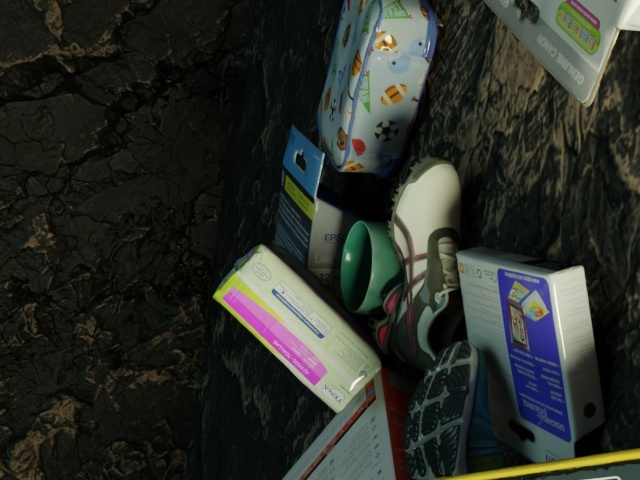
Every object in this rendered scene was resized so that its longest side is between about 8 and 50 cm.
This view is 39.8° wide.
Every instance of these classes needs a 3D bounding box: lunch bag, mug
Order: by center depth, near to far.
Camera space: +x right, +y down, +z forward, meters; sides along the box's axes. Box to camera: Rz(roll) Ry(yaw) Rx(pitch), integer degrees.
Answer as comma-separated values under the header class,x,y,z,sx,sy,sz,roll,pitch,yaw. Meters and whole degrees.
class,x,y,z,sx,sy,sz,roll,pitch,yaw
mug,0.092,0.031,1.242,0.158,0.097,0.129,-100,23,-43
lunch bag,0.081,-0.269,1.361,0.243,0.114,0.303,-104,26,-53

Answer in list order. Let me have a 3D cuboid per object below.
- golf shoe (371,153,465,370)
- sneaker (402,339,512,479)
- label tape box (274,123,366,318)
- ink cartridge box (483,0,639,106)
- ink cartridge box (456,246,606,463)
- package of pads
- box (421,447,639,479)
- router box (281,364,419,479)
class,x,y,z,sx,sy,sz,roll,pitch,yaw
golf shoe,0.148,0.032,1.107,0.120,0.105,0.273,27,116,53
sneaker,0.154,0.242,0.913,0.107,0.109,0.275,-32,52,56
label tape box,0.000,0.000,1.491,0.249,0.115,0.348,-130,46,-67
ink cartridge box,0.264,-0.292,0.756,0.309,0.130,0.272,-107,27,-52
ink cartridge box,0.209,0.118,0.899,0.206,0.045,0.208,-163,64,-73
package of pads,-0.026,0.108,1.226,0.101,0.229,0.296,-47,-3,1
box,0.204,0.332,0.663,0.257,0.079,0.322,-21,60,40
router box,0.025,0.375,1.114,0.335,0.082,0.301,-53,19,25
